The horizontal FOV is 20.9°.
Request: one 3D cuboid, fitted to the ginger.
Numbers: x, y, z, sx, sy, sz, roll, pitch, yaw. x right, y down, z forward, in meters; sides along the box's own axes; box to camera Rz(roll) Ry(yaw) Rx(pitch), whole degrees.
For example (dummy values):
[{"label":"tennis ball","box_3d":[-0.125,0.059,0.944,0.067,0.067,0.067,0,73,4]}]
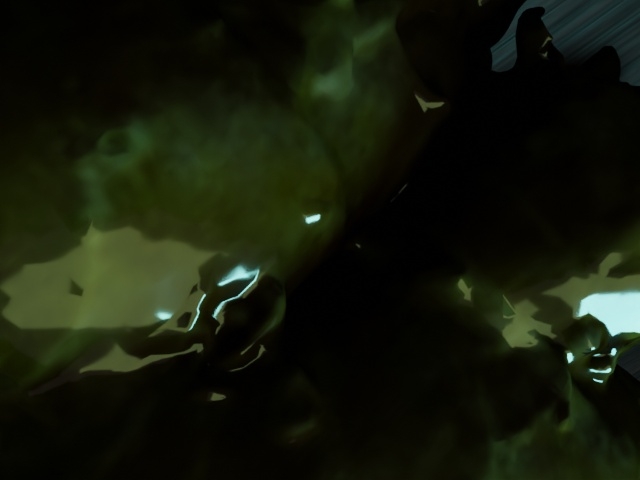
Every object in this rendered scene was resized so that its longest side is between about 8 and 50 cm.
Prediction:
[{"label":"ginger","box_3d":[0.004,0.010,0.558,0.274,0.357,0.152,-40,-161,-8]}]
